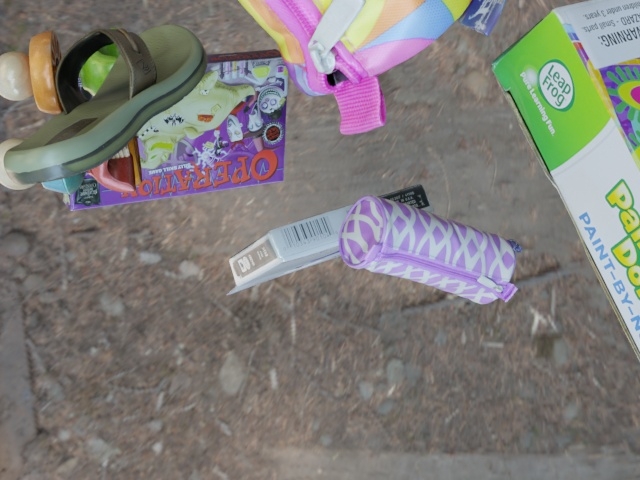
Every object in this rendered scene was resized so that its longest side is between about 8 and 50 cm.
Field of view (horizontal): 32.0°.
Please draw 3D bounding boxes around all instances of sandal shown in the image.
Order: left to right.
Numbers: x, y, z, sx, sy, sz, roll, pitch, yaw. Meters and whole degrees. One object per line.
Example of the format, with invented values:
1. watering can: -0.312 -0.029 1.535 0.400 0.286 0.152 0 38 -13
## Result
1. sandal: -0.192 -0.146 1.016 0.120 0.302 0.086 -15 113 23

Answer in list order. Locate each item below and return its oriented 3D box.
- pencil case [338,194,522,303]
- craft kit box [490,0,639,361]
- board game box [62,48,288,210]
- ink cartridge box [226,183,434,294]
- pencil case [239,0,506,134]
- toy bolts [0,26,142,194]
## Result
1. pencil case: 0.119 0.015 1.215 0.206 0.088 0.086 15 125 -29
2. craft kit box: 0.229 -0.005 0.479 0.250 0.061 0.246 -19 80 -29
3. board game box: -0.214 -0.168 1.667 0.347 0.056 0.208 -10 122 -26
4. ink cartridge box: 0.000 0.000 1.339 0.206 0.208 0.045 -18 84 -26
5. pencil case: -0.030 -0.155 0.403 0.104 0.104 0.236 -34 120 16
6. toy bolts: -0.309 -0.121 1.350 0.159 0.228 0.218 -8 129 -5
